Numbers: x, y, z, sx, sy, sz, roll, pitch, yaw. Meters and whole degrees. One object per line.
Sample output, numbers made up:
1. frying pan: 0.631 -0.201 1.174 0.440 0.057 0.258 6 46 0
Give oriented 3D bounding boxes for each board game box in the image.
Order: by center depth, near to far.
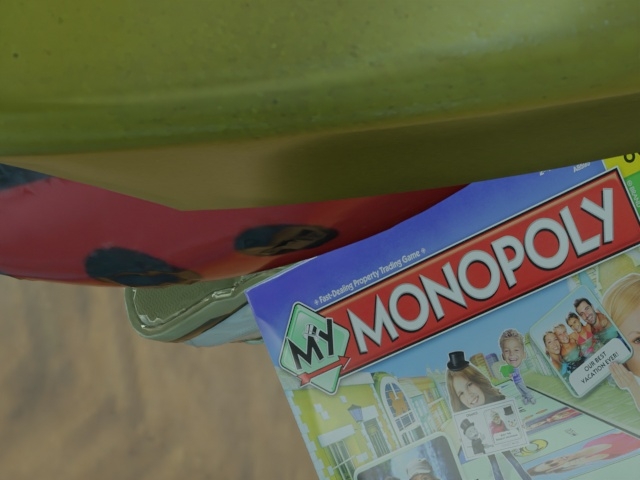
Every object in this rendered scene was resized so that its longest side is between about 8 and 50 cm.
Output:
1. board game box: 0.122 0.064 0.974 0.317 0.046 0.213 -27 83 37

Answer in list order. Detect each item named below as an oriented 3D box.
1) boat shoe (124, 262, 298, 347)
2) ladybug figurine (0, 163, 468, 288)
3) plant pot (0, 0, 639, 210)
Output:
1. boat shoe: 0.000 0.000 1.313 0.302 0.103 0.113 -19 67 43
2. ladybug figurine: -0.069 -0.097 0.811 0.449 0.305 0.162 -21 33 45
3. plant pot: 0.041 -0.113 0.477 0.212 0.187 0.212 16 -102 -81
